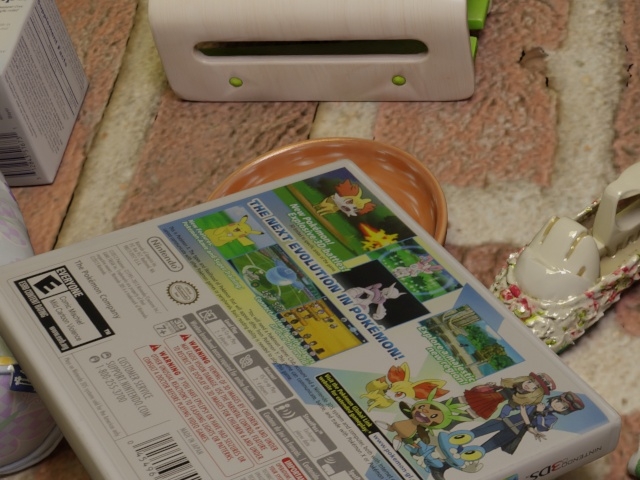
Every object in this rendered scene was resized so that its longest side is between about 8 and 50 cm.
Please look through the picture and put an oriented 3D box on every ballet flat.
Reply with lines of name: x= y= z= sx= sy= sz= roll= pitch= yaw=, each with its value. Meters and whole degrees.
ballet flat: x=0.198 y=-0.002 z=1.076 sx=0.241 sy=0.077 sz=0.091 roll=-37 pitch=50 yaw=-20

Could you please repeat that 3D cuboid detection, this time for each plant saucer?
plant saucer: x=0.000 y=0.000 z=1.152 sx=0.200 sy=0.037 sz=0.200 roll=-8 pitch=45 yaw=8

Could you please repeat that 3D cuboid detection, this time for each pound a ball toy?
pound a ball toy: x=-0.013 y=-0.238 z=1.317 sx=0.319 sy=0.136 sz=0.208 roll=2 pitch=48 yaw=16

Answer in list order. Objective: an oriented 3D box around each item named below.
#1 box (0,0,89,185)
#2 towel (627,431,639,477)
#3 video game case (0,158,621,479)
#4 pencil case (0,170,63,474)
box: x=-0.265 y=-0.137 z=1.291 sx=0.072 sy=0.126 sz=0.137 roll=-2 pitch=46 yaw=14
towel: x=0.382 y=0.151 z=0.911 sx=0.248 sy=0.038 sz=0.325 roll=-38 pitch=51 yaw=-20
video game case: x=-0.024 y=0.077 z=0.979 sx=0.300 sy=0.036 sz=0.329 roll=-19 pitch=41 yaw=-25
pencil case: x=-0.266 y=0.047 z=1.116 sx=0.124 sy=0.113 sz=0.273 roll=11 pitch=34 yaw=-31
